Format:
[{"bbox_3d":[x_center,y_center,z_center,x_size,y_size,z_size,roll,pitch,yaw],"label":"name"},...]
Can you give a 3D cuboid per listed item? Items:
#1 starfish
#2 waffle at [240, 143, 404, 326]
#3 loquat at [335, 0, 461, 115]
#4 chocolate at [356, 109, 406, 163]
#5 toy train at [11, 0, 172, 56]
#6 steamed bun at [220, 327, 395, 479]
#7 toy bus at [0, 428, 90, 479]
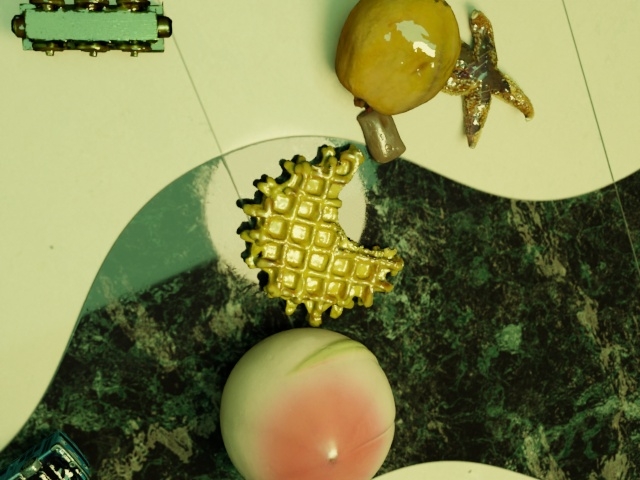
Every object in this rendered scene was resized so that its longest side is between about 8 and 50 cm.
[{"bbox_3d":[0.268,-0.274,1.469,0.238,0.071,0.216,24,99,-8],"label":"starfish"},{"bbox_3d":[0.000,0.000,1.444,0.260,0.069,0.293,-28,105,-10],"label":"waffle"},{"bbox_3d":[0.120,-0.299,1.356,0.187,0.176,0.234,34,127,5],"label":"loquat"},{"bbox_3d":[0.108,-0.183,1.457,0.064,0.031,0.100,-26,105,-14],"label":"chocolate"},{"bbox_3d":[-0.333,-0.315,1.258,0.226,0.137,0.090,-1,99,-11],"label":"toy train"},{"bbox_3d":[-0.011,0.297,1.383,0.309,0.309,0.309,-3,101,-15],"label":"steamed bun"},{"bbox_3d":[-0.465,0.392,1.371,0.185,0.106,0.090,-35,104,-1],"label":"toy bus"}]
